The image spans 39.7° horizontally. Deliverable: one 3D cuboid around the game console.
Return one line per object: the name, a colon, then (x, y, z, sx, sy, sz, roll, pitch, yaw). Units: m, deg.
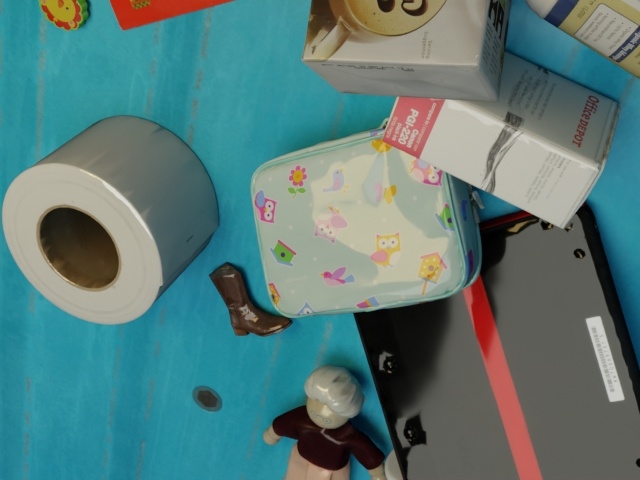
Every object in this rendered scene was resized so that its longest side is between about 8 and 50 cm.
game console: (0.226, 0.170, 1.125, 0.342, 0.060, 0.386, -17, 91, 26)

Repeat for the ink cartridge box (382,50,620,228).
ink cartridge box: (0.198, -0.128, 0.957, 0.218, 0.158, 0.092, 26, 130, 8)

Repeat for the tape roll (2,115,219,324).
tape roll: (-0.287, -0.029, 1.224, 0.246, 0.169, 0.246, 11, 123, 18)

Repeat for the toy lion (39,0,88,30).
toy lion: (-0.343, -0.327, 1.156, 0.100, 0.034, 0.096, 43, 134, -5)

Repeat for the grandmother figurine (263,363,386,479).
grandmother figurine: (0.007, 0.326, 1.357, 0.208, 0.104, 0.342, 12, 126, 7)

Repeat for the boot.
boot: (-0.103, 0.084, 1.298, 0.106, 0.037, 0.114, -9, 110, 26)

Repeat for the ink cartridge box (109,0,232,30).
ink cartridge box: (-0.189, -0.380, 1.037, 0.275, 0.060, 0.239, -7, 115, 27)

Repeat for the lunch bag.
lunch bag: (0.058, -0.028, 1.084, 0.279, 0.108, 0.224, -10, 90, 26)

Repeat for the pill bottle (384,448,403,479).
pill bottle: (0.171, 0.405, 1.318, 0.119, 0.119, 0.208, -1, 118, 24)

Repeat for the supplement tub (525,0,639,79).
supplement tub: (0.368, -0.227, 0.779, 0.316, 0.228, 0.228, 33, 127, 2)

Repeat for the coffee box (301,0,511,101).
coffee box: (0.098, -0.292, 0.835, 0.168, 0.119, 0.297, 7, 86, 21)
